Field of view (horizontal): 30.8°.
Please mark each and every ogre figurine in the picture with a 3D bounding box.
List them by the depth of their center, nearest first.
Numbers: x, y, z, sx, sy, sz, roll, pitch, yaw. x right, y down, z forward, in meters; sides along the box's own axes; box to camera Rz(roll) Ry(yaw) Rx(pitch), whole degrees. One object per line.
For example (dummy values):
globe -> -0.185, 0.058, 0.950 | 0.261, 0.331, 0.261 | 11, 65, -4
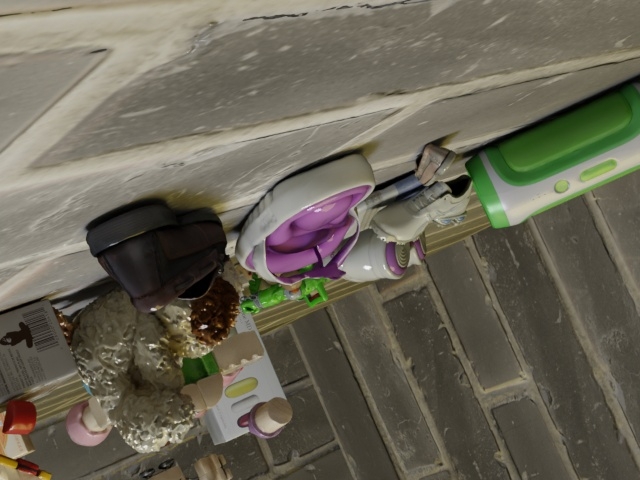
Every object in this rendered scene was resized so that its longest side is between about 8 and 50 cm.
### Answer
ogre figurine -> -0.042, 0.075, 2.077 | 0.118, 0.097, 0.197 | -13, 172, 43

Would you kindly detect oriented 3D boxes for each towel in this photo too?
towel -> 0.024, -0.027, 1.709 | 0.285, 0.034, 0.209 | -25, 172, -6

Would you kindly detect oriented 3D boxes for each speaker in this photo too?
speaker -> 0.368, -0.126, 1.702 | 0.296, 0.131, 0.131 | -24, 174, 7

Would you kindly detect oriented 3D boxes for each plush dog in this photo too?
plush dog -> -0.196, 0.095, 1.431 | 0.225, 0.210, 0.262 | -38, -160, 2

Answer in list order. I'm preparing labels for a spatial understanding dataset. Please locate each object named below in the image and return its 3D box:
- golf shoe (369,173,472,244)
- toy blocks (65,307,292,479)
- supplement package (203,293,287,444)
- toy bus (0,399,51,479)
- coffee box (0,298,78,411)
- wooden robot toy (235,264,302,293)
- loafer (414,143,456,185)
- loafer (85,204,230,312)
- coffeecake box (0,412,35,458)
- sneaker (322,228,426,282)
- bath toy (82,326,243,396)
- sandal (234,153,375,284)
golf shoe -> 0.144, -0.053, 1.648 | 0.176, 0.069, 0.086 | -21, 147, -37
toy blocks -> -0.237, 0.240, 1.710 | 0.288, 0.309, 0.260 | -19, 166, -37
supplement package -> -0.186, 0.258, 2.328 | 0.145, 0.262, 0.204 | -22, 174, -15
toy bus -> -0.401, 0.265, 1.274 | 0.104, 0.202, 0.191 | 8, -155, 42
coffee box -> -0.421, 0.163, 1.320 | 0.246, 0.098, 0.141 | -20, 172, -32
wooden robot toy -> -0.046, 0.044, 1.839 | 0.173, 0.079, 0.076 | -22, 174, -7
loafer -> 0.141, -0.102, 1.495 | 0.045, 0.039, 0.125 | -56, -177, -10
loafer -> -0.153, 0.028, 1.171 | 0.109, 0.095, 0.302 | -24, 174, 6
coffeecake box -> -0.561, 0.299, 1.805 | 0.185, 0.142, 0.068 | -23, 174, -6
sneaker -> 0.092, 0.003, 1.967 | 0.152, 0.114, 0.305 | -9, -176, 19
bath toy -> -0.276, 0.218, 2.145 | 0.348, 0.129, 0.151 | -17, -138, 36
sandal -> -0.015, 0.006, 1.417 | 0.169, 0.102, 0.416 | -21, 170, -7
